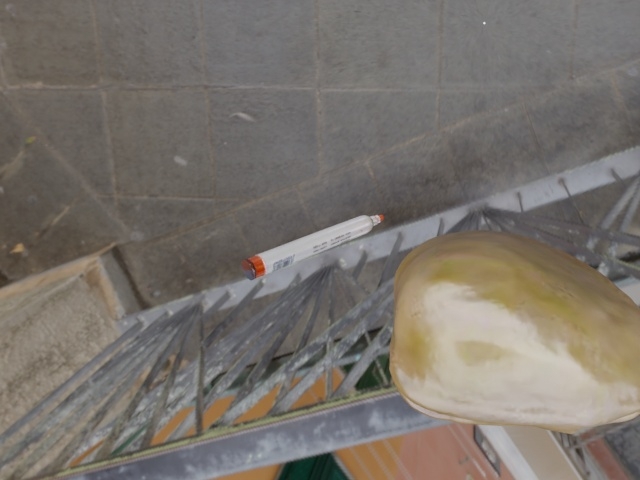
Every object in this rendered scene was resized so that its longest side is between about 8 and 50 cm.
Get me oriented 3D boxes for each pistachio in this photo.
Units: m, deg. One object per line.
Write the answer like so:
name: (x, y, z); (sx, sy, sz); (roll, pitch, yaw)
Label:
pistachio: (0.196, 0.083, 0.677); (0.260, 0.163, 0.213); (9, 65, 13)

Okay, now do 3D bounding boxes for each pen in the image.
pen: (0.000, 0.000, 0.794); (0.026, 0.218, 0.026); (24, 124, 41)
